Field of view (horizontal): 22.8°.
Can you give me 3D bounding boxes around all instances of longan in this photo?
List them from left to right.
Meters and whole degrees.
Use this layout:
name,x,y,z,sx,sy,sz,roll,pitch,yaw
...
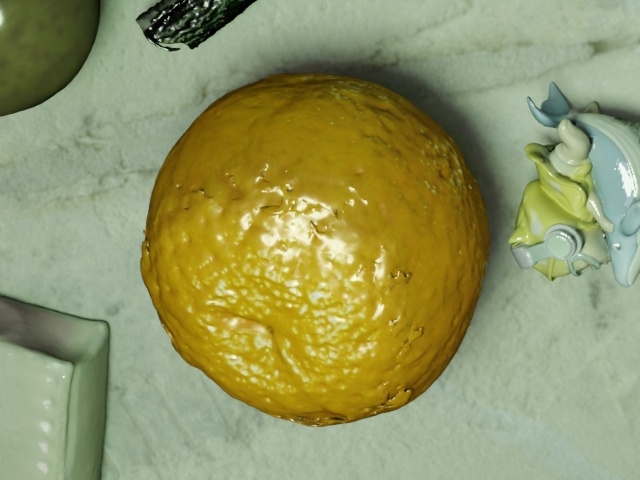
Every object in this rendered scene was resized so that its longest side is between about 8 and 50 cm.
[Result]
name,x,y,z,sx,sy,sz,roll,pitch,yaw
longan,-0.337,-0.248,1.584,0.248,0.248,0.248,5,110,15

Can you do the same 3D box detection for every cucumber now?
name,x,y,z,sx,sy,sz,roll,pitch,yaw
cucumber,-0.074,-0.271,1.576,0.245,0.067,0.067,-36,95,23

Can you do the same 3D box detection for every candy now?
name,x,y,z,sx,sy,sz,roll,pitch,yaw
candy,-0.357,0.250,1.798,0.208,0.145,0.359,10,111,12

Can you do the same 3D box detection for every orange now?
name,x,y,z,sx,sy,sz,roll,pitch,yaw
orange,0.000,0.000,1.525,0.340,0.293,0.341,13,129,17

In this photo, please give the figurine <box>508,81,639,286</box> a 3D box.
name,x,y,z,sx,sy,sz,roll,pitch,yaw
figurine,0.252,-0.050,1.524,0.183,0.128,0.209,-29,90,26
